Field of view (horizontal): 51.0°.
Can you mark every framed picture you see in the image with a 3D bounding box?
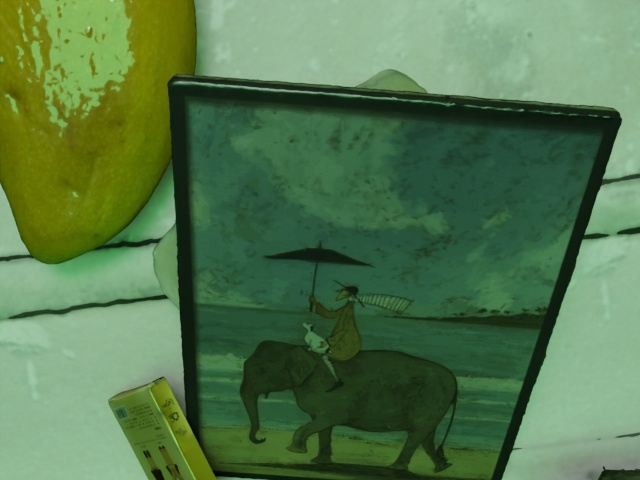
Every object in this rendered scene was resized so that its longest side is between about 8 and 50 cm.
[{"bbox_3d":[0.030,0.059,0.472,0.265,0.016,0.347,5,122,-1],"label":"framed picture"}]

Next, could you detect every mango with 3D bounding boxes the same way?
[{"bbox_3d":[-0.182,-0.138,0.501,0.176,0.119,0.317,1,96,-9],"label":"mango"}]

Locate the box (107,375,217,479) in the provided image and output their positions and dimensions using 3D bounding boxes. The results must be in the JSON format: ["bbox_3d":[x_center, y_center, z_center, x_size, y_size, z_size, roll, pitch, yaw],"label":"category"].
[{"bbox_3d":[-0.115,0.183,0.536,0.073,0.020,0.149,-25,92,43],"label":"box"}]

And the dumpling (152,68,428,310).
[{"bbox_3d":[0.000,0.000,0.503,0.252,0.131,0.179,-33,99,4],"label":"dumpling"}]

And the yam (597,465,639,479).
[{"bbox_3d":[0.326,0.245,0.444,0.304,0.168,0.168,-4,92,27],"label":"yam"}]
